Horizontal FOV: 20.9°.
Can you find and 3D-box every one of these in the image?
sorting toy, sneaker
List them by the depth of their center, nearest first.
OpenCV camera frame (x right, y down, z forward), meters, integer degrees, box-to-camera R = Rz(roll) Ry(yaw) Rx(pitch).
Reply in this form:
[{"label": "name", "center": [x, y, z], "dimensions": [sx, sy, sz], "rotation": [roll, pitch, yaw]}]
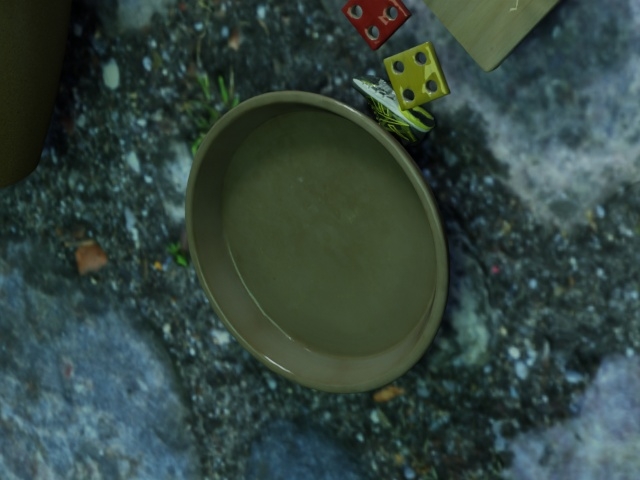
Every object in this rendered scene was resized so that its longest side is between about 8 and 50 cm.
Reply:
[{"label": "sorting toy", "center": [0.136, -0.221, 1.380], "dimensions": [0.132, 0.046, 0.274], "rotation": [50, 123, 11]}, {"label": "sneaker", "center": [0.056, -0.109, 1.471], "dimensions": [0.083, 0.031, 0.035], "rotation": [38, 121, 18]}]

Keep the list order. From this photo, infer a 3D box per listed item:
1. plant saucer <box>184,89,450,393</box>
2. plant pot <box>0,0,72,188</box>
[{"label": "plant saucer", "center": [0.000, 0.000, 1.520], "dimensions": [0.278, 0.041, 0.277], "rotation": [15, 116, 32]}, {"label": "plant pot", "center": [-0.330, -0.180, 1.600], "dimensions": [0.237, 0.237, 0.254], "rotation": [16, 125, 28]}]
